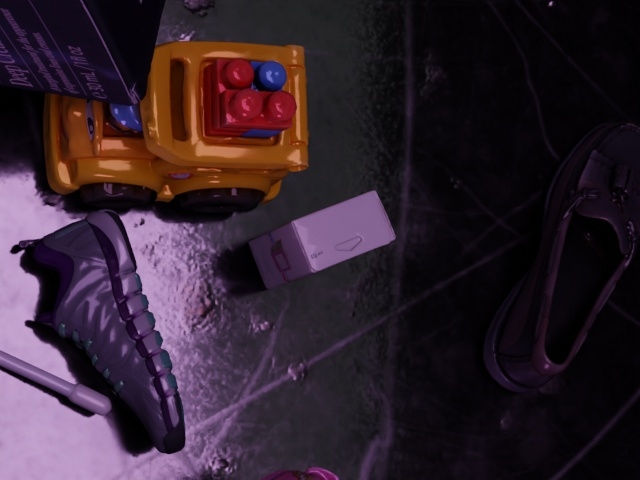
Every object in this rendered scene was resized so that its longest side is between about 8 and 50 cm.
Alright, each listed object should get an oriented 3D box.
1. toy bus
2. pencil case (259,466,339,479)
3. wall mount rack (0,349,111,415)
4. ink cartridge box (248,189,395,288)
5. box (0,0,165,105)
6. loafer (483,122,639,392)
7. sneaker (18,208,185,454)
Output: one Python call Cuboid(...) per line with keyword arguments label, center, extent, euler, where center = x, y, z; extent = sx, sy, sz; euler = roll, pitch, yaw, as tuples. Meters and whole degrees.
Cuboid(label="toy bus", center=(-0.113, -0.110, 1.420), extent=(0.220, 0.211, 0.149), euler=(1, 83, -20))
Cuboid(label="pencil case", center=(-0.135, 0.329, 1.337), extent=(0.386, 0.160, 0.167), euler=(-24, 117, -11))
Cuboid(label="wall mount rack", center=(-0.345, 0.158, 1.340), extent=(0.304, 0.130, 0.350), euler=(42, 67, -46))
Cuboid(label="ink cartridge box", center=(0.000, 0.000, 1.494), extent=(0.089, 0.122, 0.052), euler=(-22, 91, -23))
Cuboid(label="box", center=(-0.326, -0.267, 1.242), extent=(0.396, 0.293, 0.212), euler=(10, 78, 5))
Cuboid(label="loafer", center=(0.263, 0.013, 1.611), extent=(0.109, 0.095, 0.302), euler=(33, 72, -14))
Cuboid(label="sneaker", center=(-0.189, 0.089, 1.441), extent=(0.098, 0.083, 0.223), euler=(-18, 80, -9))
